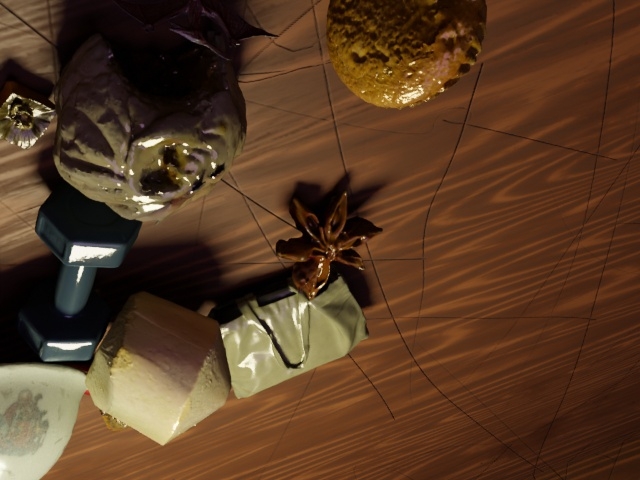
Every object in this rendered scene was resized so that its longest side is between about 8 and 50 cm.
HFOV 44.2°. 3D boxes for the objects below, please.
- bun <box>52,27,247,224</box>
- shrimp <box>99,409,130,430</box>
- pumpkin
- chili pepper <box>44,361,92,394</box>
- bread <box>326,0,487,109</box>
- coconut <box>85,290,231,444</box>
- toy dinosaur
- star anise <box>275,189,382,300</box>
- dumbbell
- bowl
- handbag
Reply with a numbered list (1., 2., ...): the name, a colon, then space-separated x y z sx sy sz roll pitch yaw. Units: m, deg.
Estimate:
1. bun: -0.224 -0.141 1.073 0.281 0.205 0.282 -13 143 -10
2. shrimp: -0.439 0.384 1.733 0.091 0.025 0.127 -24 146 2
3. pumpkin: -0.409 -0.169 1.074 0.083 0.054 0.074 -46 141 20
4. chili pepper: -0.354 0.256 1.578 0.368 0.092 0.137 -15 126 -14
5. bread: 0.118 -0.286 1.052 0.139 0.240 0.240 10 133 -50
6. coconut: -0.277 0.231 1.421 0.244 0.239 0.239 29 126 -6
7. toy dinosaur: -0.158 -0.293 1.008 0.220 0.108 0.032 7 166 -14
8. star anise: -0.002 0.001 1.426 0.212 0.111 0.196 -47 141 17
9. dumbbell: -0.395 0.056 1.273 0.143 0.156 0.316 24 129 -5
10. bowl: -0.609 0.371 1.361 0.434 0.196 0.435 -13 160 -5
11. handbag: -0.061 0.186 1.600 0.315 0.109 0.253 -22 133 -5
